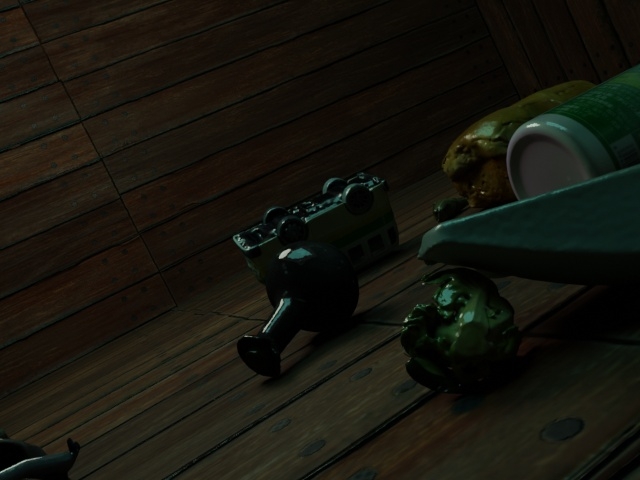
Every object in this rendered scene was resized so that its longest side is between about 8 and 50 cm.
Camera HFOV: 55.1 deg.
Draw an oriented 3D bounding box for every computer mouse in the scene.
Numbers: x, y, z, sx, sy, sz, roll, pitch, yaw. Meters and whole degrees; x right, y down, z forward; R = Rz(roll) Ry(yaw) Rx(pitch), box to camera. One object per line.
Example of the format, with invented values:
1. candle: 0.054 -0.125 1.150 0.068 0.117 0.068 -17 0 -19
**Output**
1. computer mouse: 0.182 -0.003 0.420 0.230 0.079 0.128 -14 -9 16

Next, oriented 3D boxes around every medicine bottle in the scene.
1. medicine bottle: 0.338 -0.114 0.635 0.274 0.134 0.133 -27 4 -16

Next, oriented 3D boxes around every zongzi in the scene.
1. zongzi: 0.262 -0.062 1.203 0.083 0.040 0.076 -7 15 13

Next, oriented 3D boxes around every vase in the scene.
1. vase: -0.029 0.080 0.719 0.120 0.120 0.183 -23 19 41

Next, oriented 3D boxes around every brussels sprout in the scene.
1. brussels sprout: 0.092 0.063 0.400 0.085 0.085 0.058 -26 7 8

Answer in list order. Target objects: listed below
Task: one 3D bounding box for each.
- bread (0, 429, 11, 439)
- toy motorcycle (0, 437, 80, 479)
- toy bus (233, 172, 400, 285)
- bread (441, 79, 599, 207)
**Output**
1. bread: -0.254 0.188 0.472 0.127 0.152 0.147 -19 -4 -45
2. toy motorcycle: -0.134 0.153 0.298 0.212 0.118 0.084 -22 -3 43
3. toy bus: 0.000 0.000 1.103 0.276 0.165 0.133 -28 19 -10
4. bread: 0.389 -0.186 1.111 0.343 0.149 0.195 -28 5 -25
